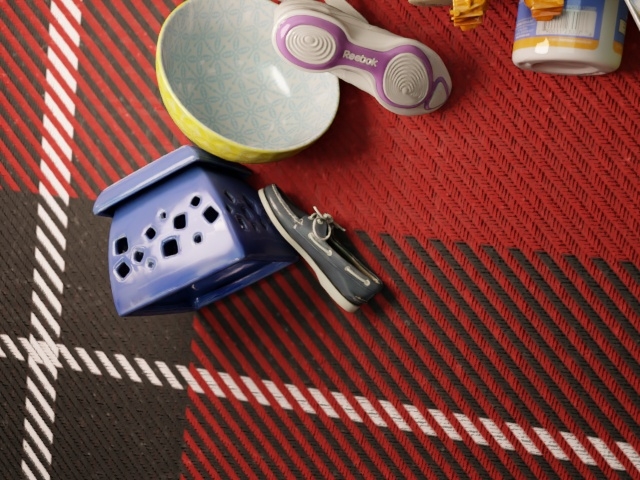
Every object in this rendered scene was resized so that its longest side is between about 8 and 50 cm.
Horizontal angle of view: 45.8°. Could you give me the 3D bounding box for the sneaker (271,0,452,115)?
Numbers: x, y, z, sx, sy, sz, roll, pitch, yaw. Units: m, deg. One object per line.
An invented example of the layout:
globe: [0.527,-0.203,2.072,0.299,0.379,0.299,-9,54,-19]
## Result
sneaker: [0.068,-0.295,1.161,0.305,0.152,0.114,20,119,-22]

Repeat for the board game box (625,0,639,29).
board game box: [0.517,-0.430,0.875,0.390,0.050,0.389,-25,83,13]

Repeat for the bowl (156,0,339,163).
bowl: [-0.131,-0.232,1.208,0.289,0.289,0.156,56,148,6]

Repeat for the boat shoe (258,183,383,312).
boat shoe: [0.000,0.000,1.234,0.079,0.095,0.254,-40,84,16]

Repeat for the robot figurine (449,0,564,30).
robot figurine: [0.237,-0.435,1.006,0.211,0.085,0.290,-3,84,11]

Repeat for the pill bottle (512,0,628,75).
pill bottle: [0.365,-0.382,1.079,0.152,0.152,0.271,8,95,15]

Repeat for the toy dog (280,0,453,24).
toy dog: [0.092,-0.428,1.177,0.334,0.161,0.220,25,103,28]

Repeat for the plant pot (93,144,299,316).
plant pot: [-0.206,-0.017,1.227,0.236,0.236,0.212,-27,79,16]
